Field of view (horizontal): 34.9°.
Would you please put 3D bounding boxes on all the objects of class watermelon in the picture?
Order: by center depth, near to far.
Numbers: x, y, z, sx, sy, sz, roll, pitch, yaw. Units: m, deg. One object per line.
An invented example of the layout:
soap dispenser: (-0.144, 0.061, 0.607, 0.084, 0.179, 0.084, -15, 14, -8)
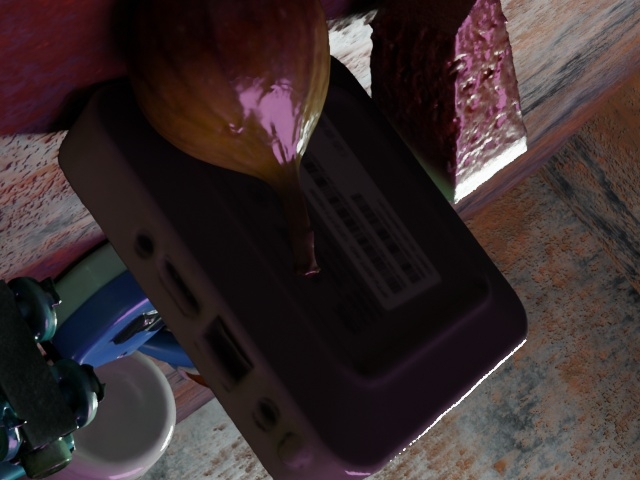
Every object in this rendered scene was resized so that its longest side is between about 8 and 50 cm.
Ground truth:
watermelon: (0.118, -0.189, 0.999, 0.140, 0.193, 0.256, -35, 155, -14)

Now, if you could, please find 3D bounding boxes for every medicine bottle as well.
medicine bottle: (-0.366, 0.312, 1.527, 0.211, 0.211, 0.371, -31, 168, -37)

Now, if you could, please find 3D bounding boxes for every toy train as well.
toy train: (-0.299, 0.129, 0.933, 0.112, 0.203, 0.163, -20, 169, -47)

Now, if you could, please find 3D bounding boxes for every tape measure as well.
tape measure: (-0.181, 0.025, 1.198, 0.351, 0.098, 0.215, -43, 170, 19)

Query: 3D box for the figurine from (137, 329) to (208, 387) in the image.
figurine: (-0.161, 0.162, 1.689, 0.298, 0.243, 0.416, -26, 148, -13)

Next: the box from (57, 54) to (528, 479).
box: (0.000, 0.000, 0.896, 0.090, 0.367, 0.373, -42, 171, 35)

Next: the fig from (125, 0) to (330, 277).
fig: (-0.063, -0.091, 0.756, 0.143, 0.230, 0.160, 4, -166, 21)
